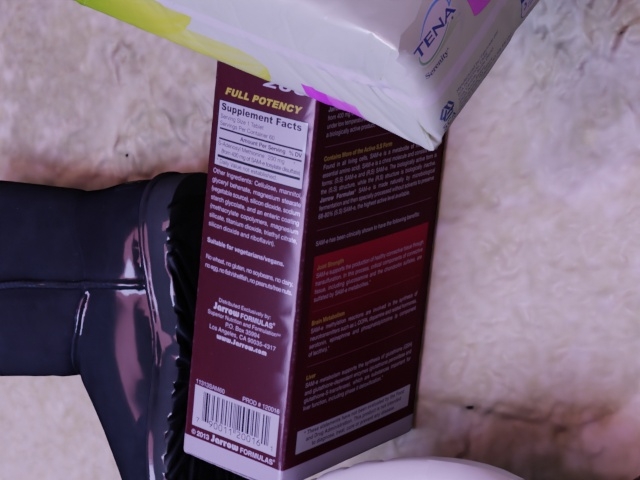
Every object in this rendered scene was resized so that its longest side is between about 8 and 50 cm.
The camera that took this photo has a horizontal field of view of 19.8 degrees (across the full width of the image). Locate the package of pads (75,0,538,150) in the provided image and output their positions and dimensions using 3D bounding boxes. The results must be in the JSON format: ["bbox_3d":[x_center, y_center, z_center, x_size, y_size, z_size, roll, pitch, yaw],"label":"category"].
[{"bbox_3d":[-0.007,-0.198,0.906,0.296,0.229,0.101,25,158,30],"label":"package of pads"}]

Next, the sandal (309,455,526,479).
[{"bbox_3d":[-0.007,0.242,1.035,0.169,0.102,0.416,31,139,-22],"label":"sandal"}]

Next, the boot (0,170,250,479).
[{"bbox_3d":[-0.149,0.078,1.146,0.207,0.094,0.246,-4,91,34],"label":"boot"}]

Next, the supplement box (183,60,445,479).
[{"bbox_3d":[0.000,0.000,0.997,0.073,0.130,0.239,18,110,33],"label":"supplement box"}]

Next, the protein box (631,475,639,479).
[{"bbox_3d":[0.198,0.248,0.900,0.201,0.136,0.200,35,118,26],"label":"protein box"}]
